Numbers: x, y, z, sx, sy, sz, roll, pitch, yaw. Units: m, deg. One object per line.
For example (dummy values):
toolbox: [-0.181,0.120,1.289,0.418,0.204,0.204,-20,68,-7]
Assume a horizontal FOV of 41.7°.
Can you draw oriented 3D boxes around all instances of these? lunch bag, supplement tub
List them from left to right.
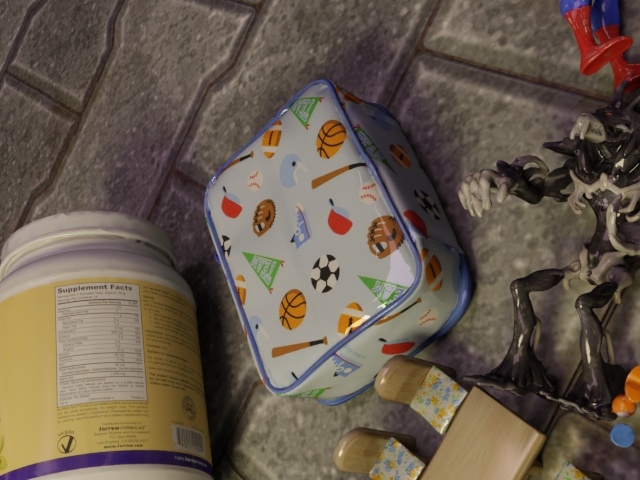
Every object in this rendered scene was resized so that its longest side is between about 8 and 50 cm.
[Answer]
supplement tub: [-0.252,0.158,0.939,0.241,0.241,0.331,-32,55,31]
lunch bag: [0.000,0.000,0.853,0.243,0.115,0.303,-42,51,27]

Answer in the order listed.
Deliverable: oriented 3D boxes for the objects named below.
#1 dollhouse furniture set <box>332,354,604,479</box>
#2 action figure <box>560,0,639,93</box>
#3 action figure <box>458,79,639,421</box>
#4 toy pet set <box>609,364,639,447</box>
dollhouse furniture set: [0.076,0.232,0.655,0.212,0.161,0.242,35,99,45]
action figure: [0.258,-0.282,0.730,0.139,0.092,0.280,-35,54,38]
action figure: [0.203,-0.008,0.645,0.164,0.141,0.275,11,86,46]
toy pet set: [0.259,0.113,0.579,0.122,0.065,0.114,23,71,4]
